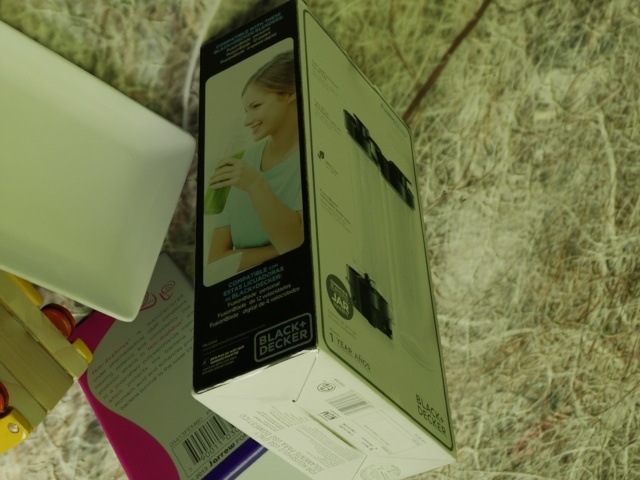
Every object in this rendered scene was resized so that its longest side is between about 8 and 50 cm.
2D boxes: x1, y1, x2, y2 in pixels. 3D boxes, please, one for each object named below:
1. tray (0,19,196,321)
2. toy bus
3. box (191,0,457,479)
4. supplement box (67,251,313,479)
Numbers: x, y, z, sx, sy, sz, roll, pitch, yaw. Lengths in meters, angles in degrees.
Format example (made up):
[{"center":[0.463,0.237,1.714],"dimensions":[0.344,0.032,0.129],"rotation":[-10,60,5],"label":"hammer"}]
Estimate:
[{"center":[-0.205,-0.058,0.731],"dimensions":[0.270,0.030,0.145],"rotation":[30,73,-42],"label":"tray"},{"center":[-0.254,0.054,0.747],"dimensions":[0.104,0.202,0.191],"rotation":[-32,148,32],"label":"toy bus"},{"center":[0.000,0.000,0.752],"dimensions":[0.087,0.289,0.169],"rotation":[-23,139,23],"label":"box"},{"center":[-0.087,0.125,0.828],"dimensions":[0.111,0.220,0.114],"rotation":[-41,134,-1],"label":"supplement box"}]
